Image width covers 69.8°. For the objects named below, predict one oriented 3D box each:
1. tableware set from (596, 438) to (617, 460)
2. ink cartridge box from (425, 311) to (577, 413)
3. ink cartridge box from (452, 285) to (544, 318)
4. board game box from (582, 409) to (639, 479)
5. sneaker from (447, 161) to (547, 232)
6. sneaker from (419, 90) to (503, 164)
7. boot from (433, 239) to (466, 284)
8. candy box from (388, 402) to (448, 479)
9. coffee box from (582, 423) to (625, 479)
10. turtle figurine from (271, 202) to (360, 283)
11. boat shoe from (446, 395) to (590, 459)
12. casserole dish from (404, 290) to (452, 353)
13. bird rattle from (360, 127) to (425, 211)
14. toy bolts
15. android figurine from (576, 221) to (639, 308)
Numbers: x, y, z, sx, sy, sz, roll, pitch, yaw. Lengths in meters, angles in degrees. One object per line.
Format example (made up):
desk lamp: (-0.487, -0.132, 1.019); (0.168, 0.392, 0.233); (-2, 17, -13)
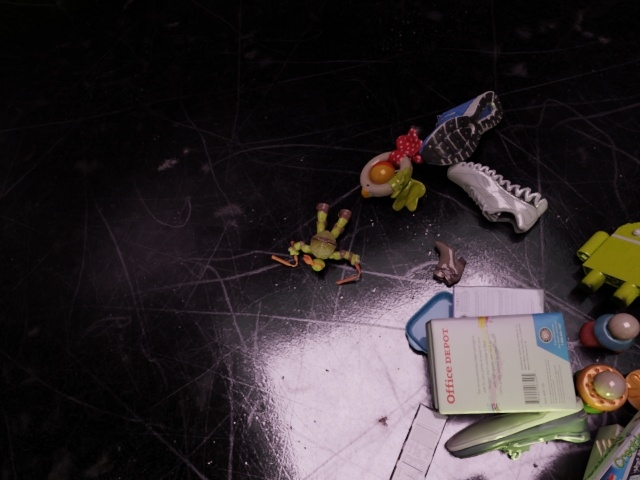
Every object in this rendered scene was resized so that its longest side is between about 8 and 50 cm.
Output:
tableware set: (0.618, 0.473, 0.916); (0.104, 0.024, 0.154); (-6, 62, 0)
ink cartridge box: (0.383, 0.271, 1.031); (0.270, 0.197, 0.198); (-4, 78, 8)
ink cartridge box: (0.444, 0.228, 1.158); (0.224, 0.045, 0.223); (3, 78, 10)
board game box: (0.669, 0.451, 0.881); (0.305, 0.053, 0.193); (-38, 67, -16)
sneaker: (0.484, -0.127, 1.308); (0.292, 0.110, 0.118); (33, 84, 22)
sneaker: (0.407, -0.325, 1.391); (0.330, 0.147, 0.130); (-38, 106, -25)
boot: (0.344, 0.064, 1.277); (0.118, 0.042, 0.087); (39, 80, 24)
candy box: (0.212, 0.498, 1.037); (0.071, 0.159, 0.233); (22, 72, 20)
coffee box: (0.727, 0.533, 0.945); (0.297, 0.119, 0.168); (23, 71, 20)
turtle figurine: (0.000, 0.000, 1.344); (0.269, 0.087, 0.217); (10, 68, 15)
boat shoe: (0.451, 0.449, 1.040); (0.319, 0.116, 0.099); (-20, 84, 3)
casserole dish: (0.310, 0.219, 1.215); (0.188, 0.037, 0.114); (-42, 65, -8)
bird rattle: (0.216, -0.217, 1.388); (0.207, 0.143, 0.253); (-9, 60, 25)
toy bolts: (0.701, 0.279, 1.045); (0.218, 0.158, 0.228); (6, 67, 13)
android figurine: (0.786, 0.044, 1.143); (0.273, 0.056, 0.248); (-42, 32, -7)
